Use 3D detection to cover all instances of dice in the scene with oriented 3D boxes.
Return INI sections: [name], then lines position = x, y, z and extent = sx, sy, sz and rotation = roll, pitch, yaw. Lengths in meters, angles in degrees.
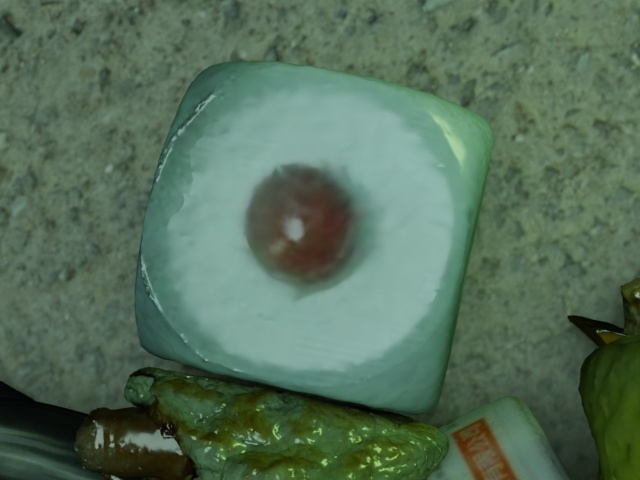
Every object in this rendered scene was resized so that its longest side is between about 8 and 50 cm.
[dice]
position = 0.000, 0.000, 1.396
extent = 0.268, 0.262, 0.265
rotation = 11, 86, 7

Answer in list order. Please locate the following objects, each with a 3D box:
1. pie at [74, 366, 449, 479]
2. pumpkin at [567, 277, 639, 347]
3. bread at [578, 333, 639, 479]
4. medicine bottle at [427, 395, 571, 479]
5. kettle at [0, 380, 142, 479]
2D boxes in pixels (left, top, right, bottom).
[pie]
position = -0.040, 0.164, 1.336
extent = 0.274, 0.257, 0.105
rotation = 10, 100, 30
[pumpkin]
position = 0.350, 0.119, 1.428
extent = 0.248, 0.131, 0.126
rotation = 44, 98, 2
[bread]
position = 0.347, 0.210, 1.201
extent = 0.348, 0.348, 0.308
rotation = -11, 75, 3
[medicine bottle]
position = 0.057, 0.306, 1.389
extent = 0.371, 0.211, 0.211
rotation = -28, 83, 1
[kettle]
position = -0.279, 0.205, 1.378
extent = 0.271, 0.207, 0.251
rotation = 28, 54, -32
